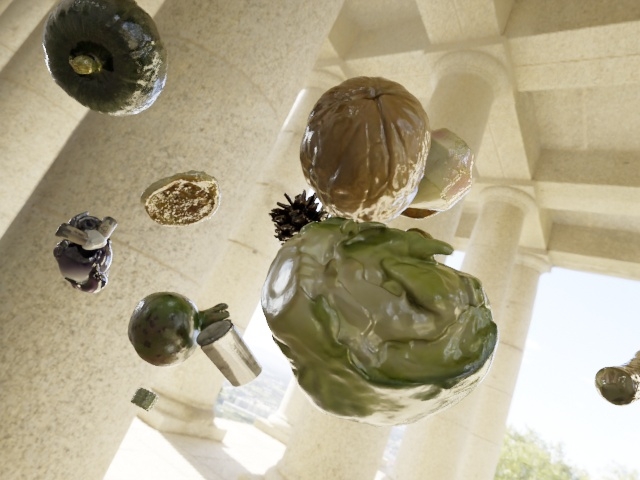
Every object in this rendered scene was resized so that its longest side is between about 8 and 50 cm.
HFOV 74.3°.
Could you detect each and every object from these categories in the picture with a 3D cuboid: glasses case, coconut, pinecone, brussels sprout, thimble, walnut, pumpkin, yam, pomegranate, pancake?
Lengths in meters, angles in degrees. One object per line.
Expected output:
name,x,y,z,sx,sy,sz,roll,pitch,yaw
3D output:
glasses case,-0.268,0.349,1.288,0.060,0.114,0.299,52,-14,40
coconut,0.330,-0.205,1.292,0.259,0.259,0.259,22,-17,7
pinecone,-0.053,-0.056,1.316,0.229,0.202,0.201,94,-28,-73
brussels sprout,0.077,0.140,0.686,0.371,0.276,0.315,27,-35,-15
thimble,-0.660,0.599,1.591,0.084,0.062,0.110,21,-33,7
walnut,0.090,-0.177,0.893,0.277,0.252,0.313,45,-28,22
pumpkin,-0.541,-0.466,1.069,0.300,0.207,0.300,2,-58,3
yam,0.633,0.256,0.830,0.356,0.081,0.081,3,-1,-38
pomegranate,-0.445,0.254,1.326,0.242,0.306,0.242,60,-3,6
pancake,-0.466,-0.136,1.433,0.282,0.049,0.282,-13,-30,-8

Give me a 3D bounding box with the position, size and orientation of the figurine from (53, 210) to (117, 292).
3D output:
figurine,-0.599,0.041,1.096,0.145,0.145,0.222,27,-50,-9

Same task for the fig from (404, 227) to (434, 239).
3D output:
fig,0.344,0.029,1.516,0.136,0.121,0.153,-12,-77,42

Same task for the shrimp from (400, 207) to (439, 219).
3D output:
shrimp,0.268,-0.247,1.569,0.445,0.272,0.085,25,-11,16
